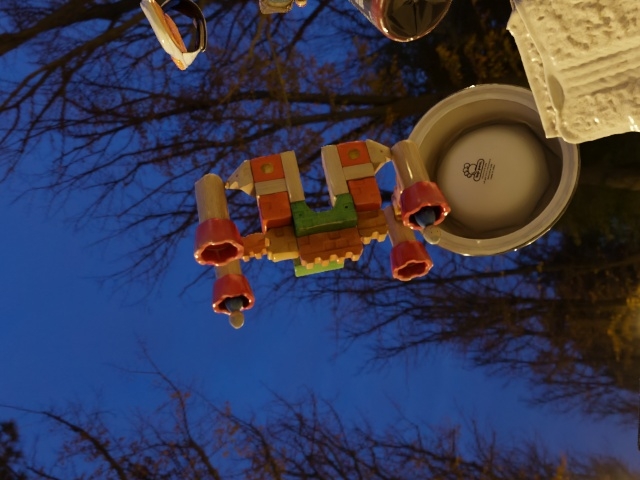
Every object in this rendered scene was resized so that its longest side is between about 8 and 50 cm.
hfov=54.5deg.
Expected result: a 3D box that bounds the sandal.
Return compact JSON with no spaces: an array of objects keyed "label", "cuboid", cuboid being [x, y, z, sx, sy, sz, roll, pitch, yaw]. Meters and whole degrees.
[{"label":"sandal","cuboid":[-0.217,-0.335,0.984,0.102,0.076,0.265,64,179,-14]}]

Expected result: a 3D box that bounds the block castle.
[{"label":"block castle","cuboid":[0.000,0.000,1.178,0.303,0.452,0.213,90,168,-60]}]

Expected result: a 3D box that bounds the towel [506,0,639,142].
[{"label":"towel","cuboid":[0.341,-0.209,0.607,0.187,0.282,0.049,57,-151,-30]}]

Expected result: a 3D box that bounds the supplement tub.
[{"label":"supplement tub","cuboid":[0.068,-0.333,0.751,0.106,0.106,0.198,31,-159,-51]}]

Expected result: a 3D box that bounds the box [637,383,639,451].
[{"label":"box","cuboid":[0.586,0.238,0.839,0.142,0.247,0.164,-8,-79,-32]}]

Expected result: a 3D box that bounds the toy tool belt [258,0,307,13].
[{"label":"toy tool belt","cuboid":[-0.060,-0.399,1.007,0.051,0.083,0.052,101,152,-61]}]

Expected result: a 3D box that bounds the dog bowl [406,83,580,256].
[{"label":"dog bowl","cuboid":[0.397,-0.150,1.462,0.150,0.407,0.408,24,-114,-61]}]
